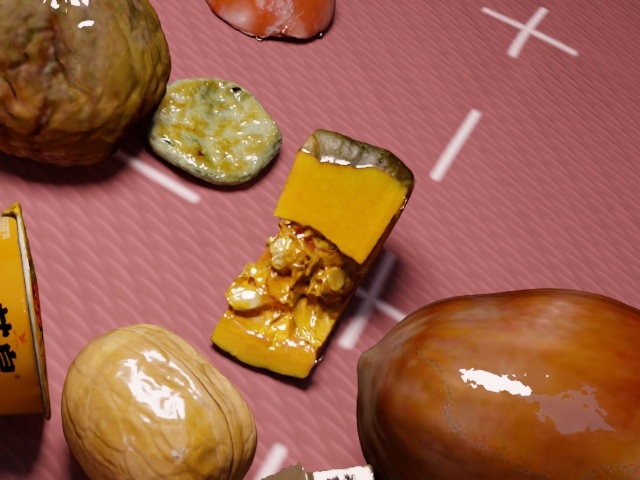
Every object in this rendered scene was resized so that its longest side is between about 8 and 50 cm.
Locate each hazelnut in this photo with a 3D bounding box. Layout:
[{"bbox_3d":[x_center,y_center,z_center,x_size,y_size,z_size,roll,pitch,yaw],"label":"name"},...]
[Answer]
[{"bbox_3d":[0.216,0.195,1.040,0.365,0.366,0.366,11,47,-11],"label":"hazelnut"}]

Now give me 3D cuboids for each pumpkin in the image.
[{"bbox_3d":[0.001,0.000,1.224,0.139,0.190,0.281,27,46,3],"label":"pumpkin"}]

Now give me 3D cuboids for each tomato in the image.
[{"bbox_3d":[-0.078,-0.408,1.623,0.199,0.112,0.228,-28,61,-35],"label":"tomato"}]

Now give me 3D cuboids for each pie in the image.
[{"bbox_3d":[-0.142,-0.144,1.405,0.186,0.041,0.187,11,47,-12],"label":"pie"}]

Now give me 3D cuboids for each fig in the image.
[{"bbox_3d":[-0.319,-0.279,1.246,0.286,0.369,0.286,4,46,-4],"label":"fig"}]

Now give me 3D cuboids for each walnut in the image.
[{"bbox_3d":[-0.160,0.175,1.031,0.197,0.165,0.165,34,47,14],"label":"walnut"}]

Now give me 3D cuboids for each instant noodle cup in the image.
[{"bbox_3d":[-0.354,0.080,1.019,0.172,0.216,0.216,-8,52,-15],"label":"instant noodle cup"}]

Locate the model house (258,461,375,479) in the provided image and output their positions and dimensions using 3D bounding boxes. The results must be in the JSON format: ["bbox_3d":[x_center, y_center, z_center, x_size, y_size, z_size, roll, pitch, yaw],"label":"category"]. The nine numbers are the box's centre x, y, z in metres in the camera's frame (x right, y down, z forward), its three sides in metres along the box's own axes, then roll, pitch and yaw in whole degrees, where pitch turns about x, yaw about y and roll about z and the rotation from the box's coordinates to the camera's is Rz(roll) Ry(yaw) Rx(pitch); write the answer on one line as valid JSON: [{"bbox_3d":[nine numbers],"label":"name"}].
[{"bbox_3d":[-0.059,0.302,0.971,0.248,0.176,0.181,-8,52,-6],"label":"model house"}]
